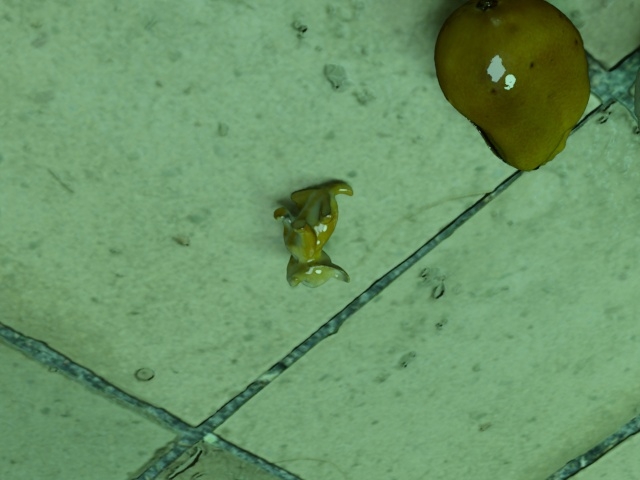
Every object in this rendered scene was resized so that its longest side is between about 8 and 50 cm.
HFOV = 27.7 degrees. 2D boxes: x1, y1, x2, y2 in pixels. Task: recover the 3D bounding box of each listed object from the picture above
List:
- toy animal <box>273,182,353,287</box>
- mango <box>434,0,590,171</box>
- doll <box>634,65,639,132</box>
[{"bbox_3d":[0.000,0.000,1.058,0.081,0.060,0.083,-42,132,-19],"label":"toy animal"},{"bbox_3d":[0.142,-0.121,0.948,0.105,0.084,0.159,-37,147,4],"label":"mango"},{"bbox_3d":[0.381,-0.119,0.933,0.271,0.144,0.208,11,138,-21],"label":"doll"}]
